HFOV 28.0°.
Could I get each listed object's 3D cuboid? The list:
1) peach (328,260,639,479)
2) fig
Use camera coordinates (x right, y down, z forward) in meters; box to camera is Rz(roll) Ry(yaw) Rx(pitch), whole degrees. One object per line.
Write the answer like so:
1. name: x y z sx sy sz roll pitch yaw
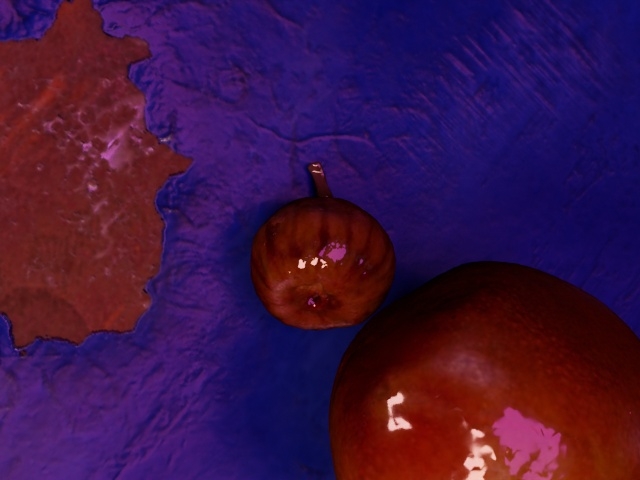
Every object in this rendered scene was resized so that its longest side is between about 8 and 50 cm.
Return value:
1. peach: 0.144 0.165 1.070 0.332 0.307 0.308 28 78 -53
2. fig: -0.008 0.012 1.131 0.128 0.150 0.128 -21 132 -25
